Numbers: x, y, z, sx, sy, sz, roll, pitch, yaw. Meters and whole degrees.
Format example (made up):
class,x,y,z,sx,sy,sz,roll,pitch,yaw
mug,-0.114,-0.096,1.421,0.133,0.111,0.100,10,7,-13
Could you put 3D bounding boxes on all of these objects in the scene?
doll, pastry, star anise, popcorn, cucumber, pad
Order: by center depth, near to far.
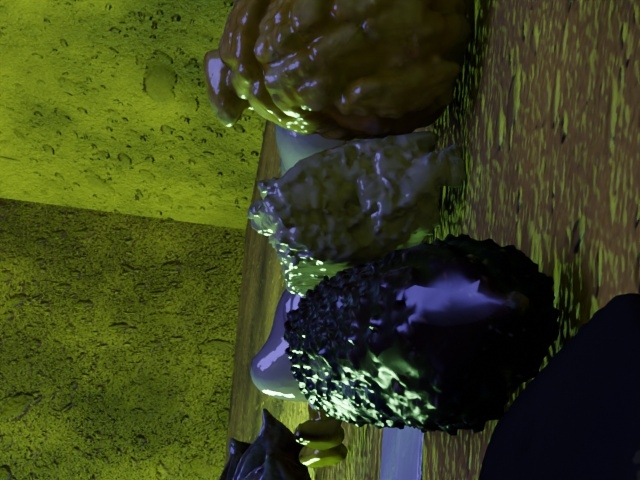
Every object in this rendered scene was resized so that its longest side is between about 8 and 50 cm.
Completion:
class,x,y,z,sx,sy,sz,roll,pitch,yaw
cucumber,0.044,0.052,0.796,0.359,0.096,0.096,153,124,-82
popcorn,0.011,-0.131,1.018,0.194,0.163,0.140,116,167,-84
pad,0.048,0.184,1.026,0.156,0.004,0.232,109,167,-68
pastry,0.011,-0.011,1.054,0.258,0.121,0.089,127,142,-78
doll,-0.001,0.000,1.334,0.160,0.094,0.365,89,-173,-71
star anise,-0.064,0.297,1.543,0.236,0.109,0.223,-63,19,15

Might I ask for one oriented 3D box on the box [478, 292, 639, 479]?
class,x,y,z,sx,sy,sz,roll,pitch,yaw
box,0.084,0.129,0.522,0.212,0.042,0.201,109,168,-62
